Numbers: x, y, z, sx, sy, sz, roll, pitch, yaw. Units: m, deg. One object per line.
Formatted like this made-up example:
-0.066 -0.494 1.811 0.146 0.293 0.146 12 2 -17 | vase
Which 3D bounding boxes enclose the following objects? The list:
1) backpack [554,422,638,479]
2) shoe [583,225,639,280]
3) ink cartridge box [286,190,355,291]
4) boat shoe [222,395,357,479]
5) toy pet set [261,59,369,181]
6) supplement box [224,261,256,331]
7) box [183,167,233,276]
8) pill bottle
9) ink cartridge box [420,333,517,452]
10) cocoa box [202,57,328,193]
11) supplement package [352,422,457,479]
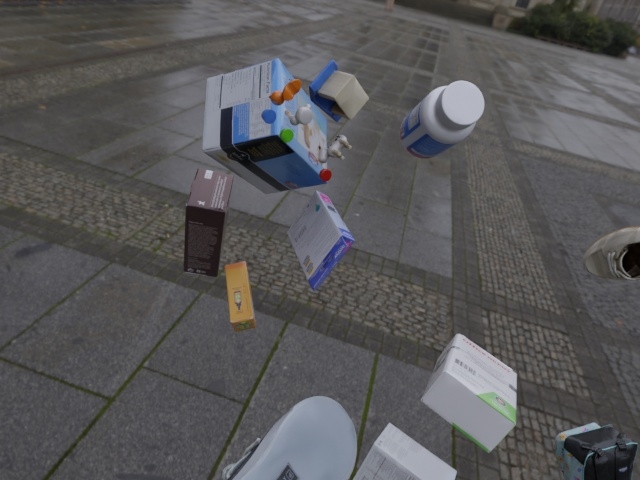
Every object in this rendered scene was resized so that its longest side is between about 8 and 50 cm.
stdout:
0.691 0.571 1.151 0.165 0.188 0.144 -11 9 -13 | backpack
0.475 0.016 0.670 0.058 0.219 0.077 -21 83 -23 | shoe
0.000 0.000 1.416 0.065 0.186 0.311 23 24 -31 | ink cartridge box
-0.057 0.291 0.529 0.113 0.105 0.306 52 27 4 | boat shoe
-0.009 -0.152 0.530 0.065 0.114 0.122 37 -4 47 | toy pet set
-0.273 0.188 1.547 0.078 0.080 0.233 -10 50 -6 | supplement box
-0.415 -0.055 1.676 0.143 0.381 0.191 9 49 -8 | box
0.266 -0.264 1.006 0.124 0.124 0.221 8 -4 -9 | pill bottle
0.401 0.387 1.207 0.198 0.115 0.273 35 21 15 | ink cartridge box
-0.141 -0.306 1.310 0.227 0.232 0.347 -7 -16 21 | cocoa box
0.264 0.777 1.468 0.262 0.198 0.199 31 11 21 | supplement package
